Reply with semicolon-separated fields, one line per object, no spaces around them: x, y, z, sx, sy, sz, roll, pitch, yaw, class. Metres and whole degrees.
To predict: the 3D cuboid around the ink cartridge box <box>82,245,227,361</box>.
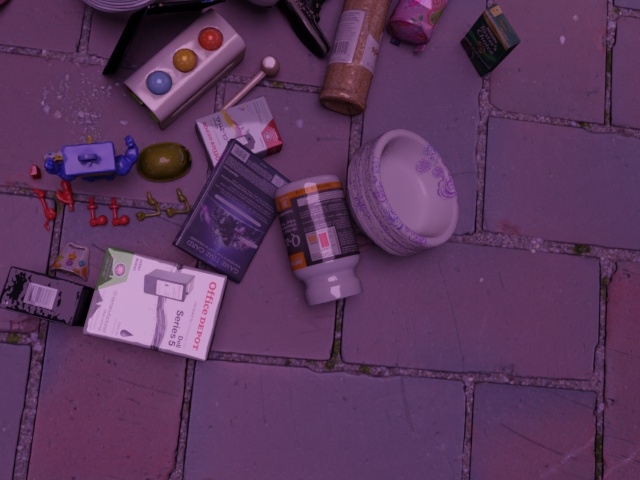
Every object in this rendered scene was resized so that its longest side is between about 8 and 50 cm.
-0.359;0.143;1.643;0.272;0.115;0.198;14;80;-6;ink cartridge box

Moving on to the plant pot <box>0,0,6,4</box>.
-0.805;-0.648;1.664;0.180;0.201;0.201;20;79;11;plant pot

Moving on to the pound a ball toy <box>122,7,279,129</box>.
-0.269;-0.390;1.723;0.319;0.136;0.208;-44;90;-11;pound a ball toy

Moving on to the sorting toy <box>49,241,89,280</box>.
-0.561;0.041;1.672;0.083;0.045;0.075;15;61;-6;sorting toy

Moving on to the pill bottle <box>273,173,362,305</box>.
0.000;0.000;1.691;0.162;0.162;0.279;-13;86;-10;pill bottle

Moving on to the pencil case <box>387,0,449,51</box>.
0.273;-0.618;1.846;0.124;0.124;0.284;28;79;-4;pencil case

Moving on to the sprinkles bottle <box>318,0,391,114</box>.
0.091;-0.489;1.797;0.121;0.121;0.355;15;81;-6;sprinkles bottle

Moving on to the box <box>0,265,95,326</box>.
-0.584;0.123;1.591;0.156;0.158;0.093;16;81;-6;box

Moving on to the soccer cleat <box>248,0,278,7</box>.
-0.231;-0.655;1.721;0.331;0.143;0.116;29;92;17;soccer cleat

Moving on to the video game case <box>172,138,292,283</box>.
-0.195;-0.065;1.690;0.196;0.026;0.274;36;77;-37;video game case

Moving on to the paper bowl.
0.175;-0.101;1.705;0.284;0.148;0.284;17;62;-36;paper bowl

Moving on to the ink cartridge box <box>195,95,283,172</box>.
-0.194;-0.246;1.744;0.175;0.072;0.127;-22;86;-11;ink cartridge box

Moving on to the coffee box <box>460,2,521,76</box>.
0.412;-0.487;1.810;0.040;0.184;0.113;-29;87;-12;coffee box

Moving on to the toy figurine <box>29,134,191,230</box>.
-0.465;-0.142;1.617;0.362;0.217;0.191;-5;83;-8;toy figurine

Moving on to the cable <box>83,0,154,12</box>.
-0.446;-0.638;1.655;0.257;0.089;0.257;-4;74;-6;cable

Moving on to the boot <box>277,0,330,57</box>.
0.000;-0.587;1.818;0.178;0.085;0.236;-34;89;-14;boot

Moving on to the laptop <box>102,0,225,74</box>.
-0.362;-0.462;1.679;0.264;0.234;0.137;-13;107;-20;laptop
